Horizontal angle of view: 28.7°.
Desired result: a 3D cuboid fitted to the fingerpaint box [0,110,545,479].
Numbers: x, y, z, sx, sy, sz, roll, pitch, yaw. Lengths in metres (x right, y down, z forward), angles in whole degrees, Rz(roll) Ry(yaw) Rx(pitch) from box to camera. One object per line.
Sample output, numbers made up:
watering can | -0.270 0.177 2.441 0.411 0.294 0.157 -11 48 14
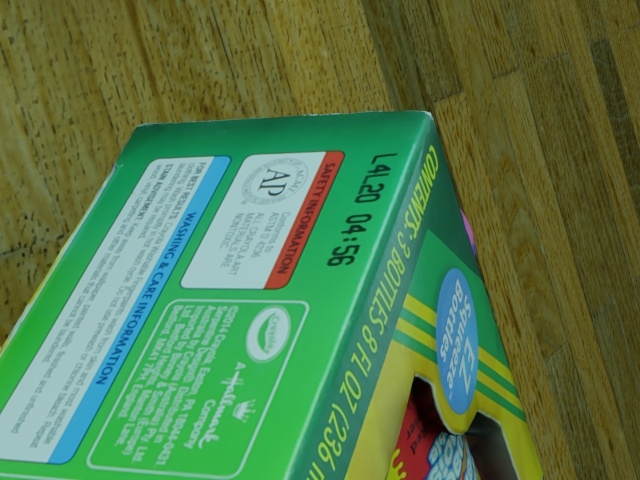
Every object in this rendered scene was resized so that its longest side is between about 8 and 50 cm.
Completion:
fingerpaint box | -0.027 0.227 0.529 0.445 0.163 0.371 -66 146 -42

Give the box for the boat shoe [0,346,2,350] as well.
boat shoe | -0.146 0.118 0.556 0.063 0.059 0.170 -30 104 -54

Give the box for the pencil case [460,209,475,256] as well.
pencil case | 0.000 0.000 0.774 0.236 0.104 0.104 10 71 -51
